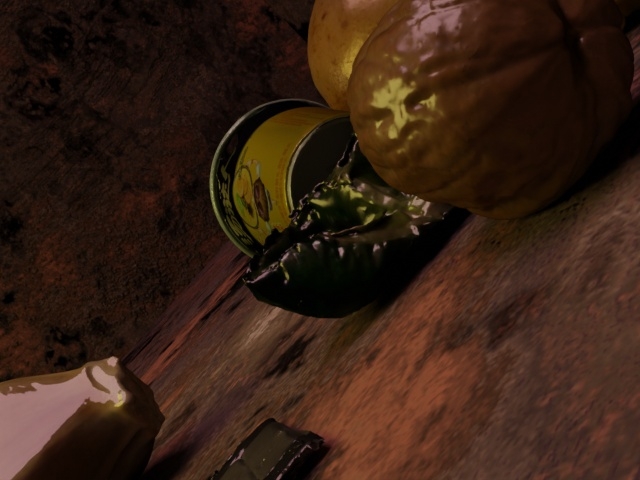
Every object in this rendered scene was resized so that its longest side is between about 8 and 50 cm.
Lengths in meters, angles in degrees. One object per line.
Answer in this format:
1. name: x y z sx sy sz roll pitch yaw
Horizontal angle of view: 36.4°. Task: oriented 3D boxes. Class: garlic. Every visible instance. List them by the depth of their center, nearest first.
1. garlic: -0.301 0.296 0.975 0.246 0.231 0.340 6 53 20

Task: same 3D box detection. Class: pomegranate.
1. pomegranate: 0.113 -0.277 1.332 0.307 0.307 0.307 -44 8 7

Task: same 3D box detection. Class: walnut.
1. walnut: 0.118 -0.112 0.709 0.213 0.213 0.213 -44 8 7

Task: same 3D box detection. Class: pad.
1. pad: -0.096 0.221 0.703 0.233 0.022 0.174 -46 6 -15

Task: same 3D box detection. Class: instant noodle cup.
1. instant noodle cup: 0.003 -0.061 1.088 0.215 0.215 0.236 -46 16 -10

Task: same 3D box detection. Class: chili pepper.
1. chili pepper: 0.045 -0.025 0.892 0.264 0.148 0.116 -49 -19 -15

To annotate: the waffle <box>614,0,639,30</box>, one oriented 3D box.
1. waffle: 0.244 -0.314 1.021 0.261 0.151 0.324 -23 40 47
